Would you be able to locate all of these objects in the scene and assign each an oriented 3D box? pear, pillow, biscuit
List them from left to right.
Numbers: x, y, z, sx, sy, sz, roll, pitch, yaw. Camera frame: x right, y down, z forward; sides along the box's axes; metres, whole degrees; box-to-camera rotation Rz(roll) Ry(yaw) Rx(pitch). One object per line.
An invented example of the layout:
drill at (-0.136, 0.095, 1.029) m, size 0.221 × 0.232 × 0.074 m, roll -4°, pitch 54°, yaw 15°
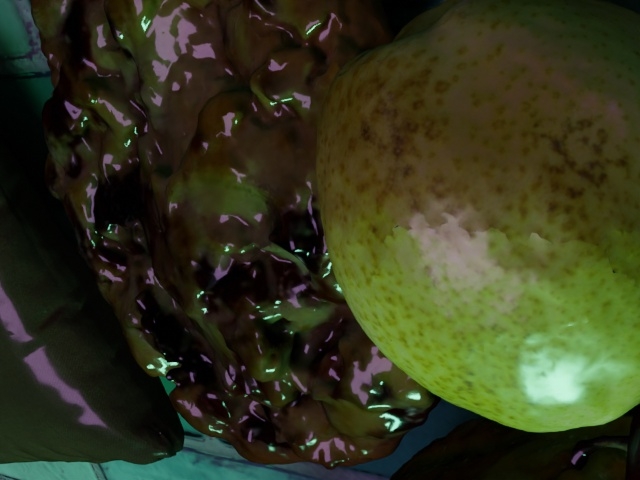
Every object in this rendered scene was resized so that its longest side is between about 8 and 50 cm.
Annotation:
pillow at (-0.257, 0.033, 0.984) m, size 0.308 × 0.108 × 0.305 m, roll -13°, pitch 112°, yaw 51°
biscuit at (-0.057, -0.033, 0.705) m, size 0.289 × 0.081 × 0.334 m, roll -28°, pitch 86°, yaw 52°
pear at (0.080, -0.019, 0.534) m, size 0.178 × 0.178 × 0.178 m, roll 27°, pitch 137°, yaw 29°

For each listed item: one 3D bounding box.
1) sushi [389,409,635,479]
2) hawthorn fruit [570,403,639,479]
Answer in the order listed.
sushi at (0.111, 0.184, 0.699) m, size 0.274 × 0.139 × 0.184 m, roll -24°, pitch 99°, yaw 55°
hawthorn fruit at (0.183, 0.097, 0.532) m, size 0.194 × 0.157 × 0.157 m, roll 8°, pitch 126°, yaw 37°
